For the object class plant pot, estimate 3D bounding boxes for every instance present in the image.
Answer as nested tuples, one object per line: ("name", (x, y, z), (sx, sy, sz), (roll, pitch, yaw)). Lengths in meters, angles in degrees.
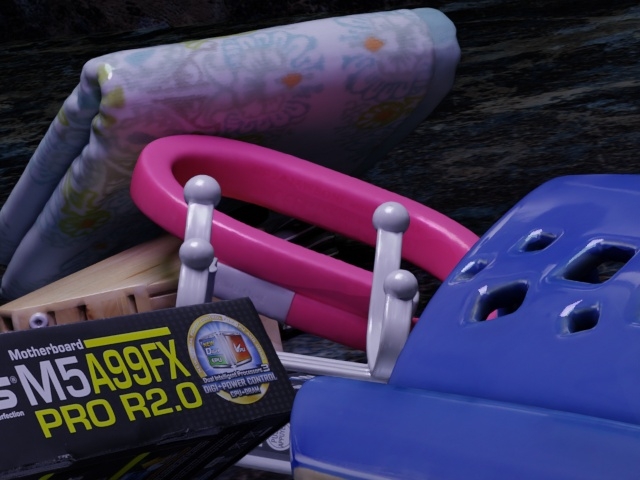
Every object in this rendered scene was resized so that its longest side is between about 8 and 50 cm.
("plant pot", (0.136, 0.122, 0.747), (0.212, 0.236, 0.236), (-29, 22, -36))

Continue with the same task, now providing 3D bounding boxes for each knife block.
("knife block", (-0.110, 0.043, 1.544), (0.276, 0.088, 0.242), (-12, 13, -5))

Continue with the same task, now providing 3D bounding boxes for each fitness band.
("fitness band", (0.000, 0.000, 1.424), (0.291, 0.054, 0.209), (21, 23, 0))

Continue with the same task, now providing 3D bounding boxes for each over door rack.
("over door rack", (0.031, 0.031, 1.161), (0.240, 0.108, 0.324), (10, -1, -3))

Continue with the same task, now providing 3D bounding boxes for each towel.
("towel", (-0.091, -0.067, 1.651), (0.321, 0.090, 0.374), (-15, -18, -30))

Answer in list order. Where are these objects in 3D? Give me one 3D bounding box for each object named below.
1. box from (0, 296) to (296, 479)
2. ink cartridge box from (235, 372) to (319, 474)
("box", (-0.168, 0.124, 0.828), (0.216, 0.060, 0.270), (-6, -27, -47))
("ink cartridge box", (0.001, 0.104, 1.087), (0.208, 0.045, 0.206), (7, 0, 15))
